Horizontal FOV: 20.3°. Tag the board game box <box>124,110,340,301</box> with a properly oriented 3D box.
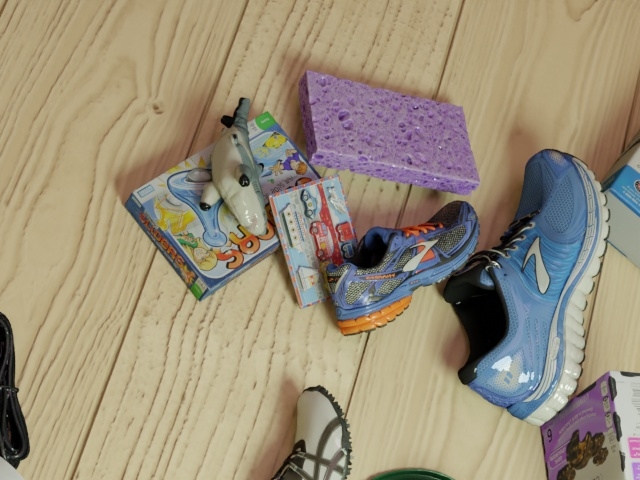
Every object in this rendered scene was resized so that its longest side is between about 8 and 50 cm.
[{"bbox_3d":[-0.093,-0.039,1.934,0.201,0.035,0.136,-35,81,-33],"label":"board game box"}]

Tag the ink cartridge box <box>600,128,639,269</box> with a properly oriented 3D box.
[{"bbox_3d":[0.426,-0.062,2.133,0.148,0.086,0.203,39,57,0],"label":"ink cartridge box"}]

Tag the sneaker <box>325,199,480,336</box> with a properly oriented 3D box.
[{"bbox_3d":[0.092,0.014,1.943,0.221,0.083,0.087,-39,109,-34],"label":"sneaker"}]

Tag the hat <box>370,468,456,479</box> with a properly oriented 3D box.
[{"bbox_3d":[0.149,0.283,1.783,0.208,0.183,0.173,5,63,-21],"label":"hat"}]

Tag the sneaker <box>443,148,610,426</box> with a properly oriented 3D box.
[{"bbox_3d":[0.224,0.033,1.976,0.147,0.130,0.330,21,59,-14],"label":"sneaker"}]

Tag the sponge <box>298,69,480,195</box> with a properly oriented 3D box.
[{"bbox_3d":[0.078,-0.121,2.030,0.210,0.031,0.117,10,51,-24],"label":"sponge"}]

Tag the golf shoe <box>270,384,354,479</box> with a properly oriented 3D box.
[{"bbox_3d":[-0.017,0.239,1.802,0.093,0.077,0.198,4,62,-21],"label":"golf shoe"}]

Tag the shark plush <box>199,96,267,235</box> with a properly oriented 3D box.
[{"bbox_3d":[-0.089,-0.081,1.921,0.067,0.073,0.161,26,37,-36],"label":"shark plush"}]

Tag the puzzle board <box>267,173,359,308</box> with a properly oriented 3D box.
[{"bbox_3d":[0.000,0.000,1.935,0.096,0.011,0.128,-19,95,-35],"label":"puzzle board"}]

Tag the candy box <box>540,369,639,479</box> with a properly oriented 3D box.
[{"bbox_3d":[0.308,0.257,1.874,0.070,0.165,0.196,5,63,-20],"label":"candy box"}]

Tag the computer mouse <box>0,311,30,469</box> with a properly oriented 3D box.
[{"bbox_3d":[-0.405,0.129,1.704,0.262,0.060,0.184,4,64,-22],"label":"computer mouse"}]

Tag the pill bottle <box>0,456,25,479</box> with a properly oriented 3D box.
[{"bbox_3d":[-0.358,0.287,1.608,0.119,0.119,0.208,46,57,4],"label":"pill bottle"}]
